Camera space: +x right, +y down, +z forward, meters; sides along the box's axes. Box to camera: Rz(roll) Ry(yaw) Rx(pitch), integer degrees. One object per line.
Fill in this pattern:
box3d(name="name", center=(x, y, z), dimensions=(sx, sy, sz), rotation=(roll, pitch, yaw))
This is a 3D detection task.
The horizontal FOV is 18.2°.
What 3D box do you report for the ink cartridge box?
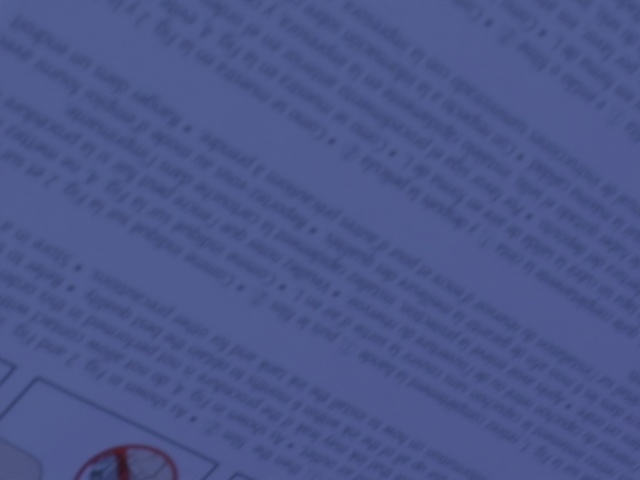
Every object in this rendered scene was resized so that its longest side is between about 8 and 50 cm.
box3d(name="ink cartridge box", center=(0.000, 0.000, 0.560), dimensions=(0.308, 0.091, 0.385), rotation=(31, 113, -36))
